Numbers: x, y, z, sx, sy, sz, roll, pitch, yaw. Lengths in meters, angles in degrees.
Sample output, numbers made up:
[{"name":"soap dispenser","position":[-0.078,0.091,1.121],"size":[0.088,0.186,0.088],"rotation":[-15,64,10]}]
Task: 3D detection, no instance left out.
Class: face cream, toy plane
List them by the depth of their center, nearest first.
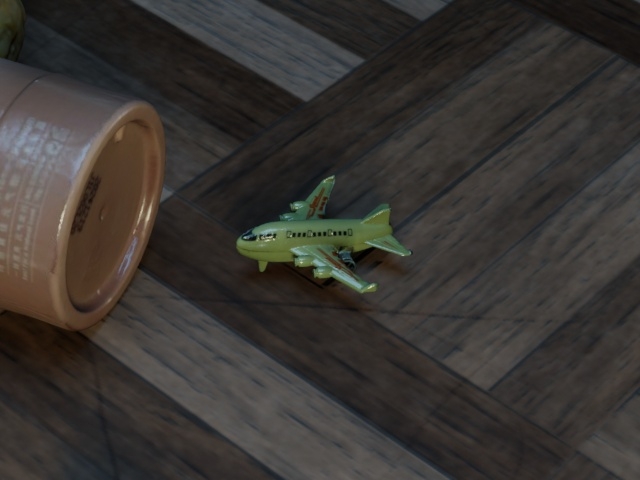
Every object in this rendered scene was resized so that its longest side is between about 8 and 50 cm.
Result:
[{"name":"face cream","position":[-0.172,-0.029,1.092],"size":[0.104,0.149,0.149],"rotation":[17,45,14]},{"name":"toy plane","position":[0.000,0.000,1.147],"size":[0.111,0.040,0.102],"rotation":[-10,43,-11]}]

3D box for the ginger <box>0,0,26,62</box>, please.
[{"name":"ginger","position":[-0.348,-0.212,1.298],"size":[0.354,0.126,0.190],"rotation":[28,70,22]}]
